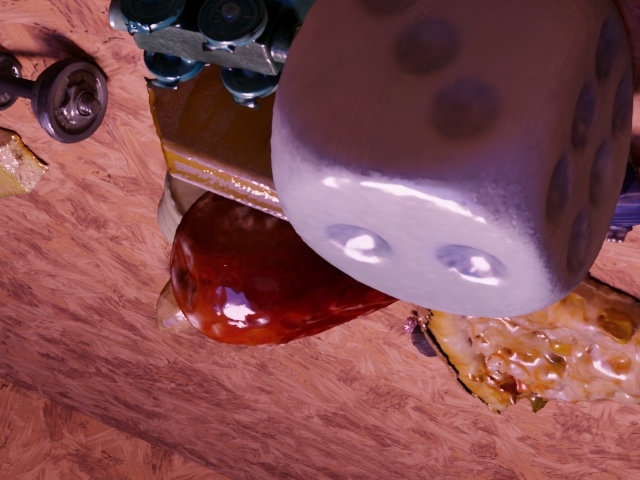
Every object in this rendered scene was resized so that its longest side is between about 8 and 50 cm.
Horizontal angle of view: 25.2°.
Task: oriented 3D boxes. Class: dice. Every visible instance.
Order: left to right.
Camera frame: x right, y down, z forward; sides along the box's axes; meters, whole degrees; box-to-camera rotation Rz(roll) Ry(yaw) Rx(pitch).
[{"bbox_3d":[0.128,-0.100,1.319,0.262,0.268,0.265,12,155,27],"label":"dice"}]

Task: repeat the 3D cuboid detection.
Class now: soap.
[{"bbox_3d":[-0.071,-0.124,1.609,0.257,0.160,0.080,20,155,5],"label":"soap"}]

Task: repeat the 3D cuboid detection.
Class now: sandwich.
[{"bbox_3d":[-0.518,-0.140,2.175,0.193,0.058,0.162,40,152,-31],"label":"sandwich"}]

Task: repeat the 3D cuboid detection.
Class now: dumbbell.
[{"bbox_3d":[-0.380,-0.197,1.851,0.254,0.110,0.110,17,159,35],"label":"dumbbell"}]

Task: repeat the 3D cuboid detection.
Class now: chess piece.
[{"bbox_3d":[-0.156,-0.051,1.927,0.144,0.144,0.251,27,165,-9],"label":"chess piece"}]

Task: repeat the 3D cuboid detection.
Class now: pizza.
[{"bbox_3d":[0.280,0.143,1.939,0.435,0.080,0.392,28,152,-7],"label":"pizza"}]

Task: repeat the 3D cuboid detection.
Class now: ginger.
[{"bbox_3d":[-0.208,0.090,2.321,0.115,0.122,0.193,41,155,11],"label":"ginger"}]

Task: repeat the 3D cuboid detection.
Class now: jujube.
[{"bbox_3d":[-0.022,0.015,1.720,0.318,0.223,0.223,-9,169,-22],"label":"jujube"}]

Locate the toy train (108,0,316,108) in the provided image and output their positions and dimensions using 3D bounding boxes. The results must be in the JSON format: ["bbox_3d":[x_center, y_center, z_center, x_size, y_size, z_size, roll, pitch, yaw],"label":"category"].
[{"bbox_3d":[-0.094,-0.231,1.382,0.203,0.163,0.112,14,155,19],"label":"toy train"}]

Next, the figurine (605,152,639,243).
[{"bbox_3d":[0.265,-0.050,1.502,0.274,0.133,0.194,0,170,32],"label":"figurine"}]

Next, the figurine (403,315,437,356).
[{"bbox_3d":[0.181,0.137,2.106,0.072,0.054,0.129,39,152,-24],"label":"figurine"}]

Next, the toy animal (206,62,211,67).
[{"bbox_3d":[-0.051,-0.206,1.518,0.214,0.094,0.186,-12,144,44],"label":"toy animal"}]
